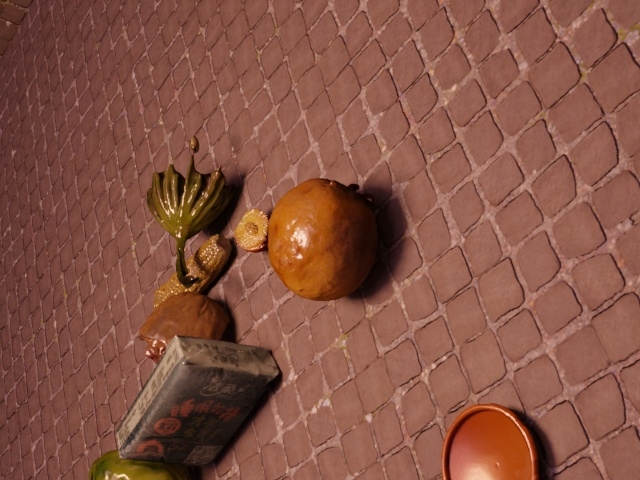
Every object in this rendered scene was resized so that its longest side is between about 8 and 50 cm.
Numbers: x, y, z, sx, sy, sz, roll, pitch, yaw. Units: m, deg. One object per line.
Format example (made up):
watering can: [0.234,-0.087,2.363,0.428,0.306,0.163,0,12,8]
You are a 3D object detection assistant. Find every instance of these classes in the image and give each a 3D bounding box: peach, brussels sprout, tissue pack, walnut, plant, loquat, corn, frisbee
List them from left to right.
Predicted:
brussels sprout: [-0.394,0.595,2.082,0.294,0.227,0.259,31,107,21]
plant: [-0.331,-0.033,2.120,0.251,0.180,0.333,-39,25,51]
walnut: [-0.306,0.204,2.083,0.204,0.141,0.238,-35,54,0]
corn: [-0.301,0.090,2.202,0.288,0.086,0.086,-44,49,34]
tissue pack: [-0.260,0.344,1.972,0.316,0.228,0.103,-55,40,28]
peach: [-0.134,-0.017,2.036,0.098,0.061,0.098,-9,70,27]
loquat: [0.000,0.000,1.754,0.238,0.193,0.238,-30,52,48]
frisbee: [0.265,0.348,1.459,0.192,0.035,0.192,-14,71,50]
